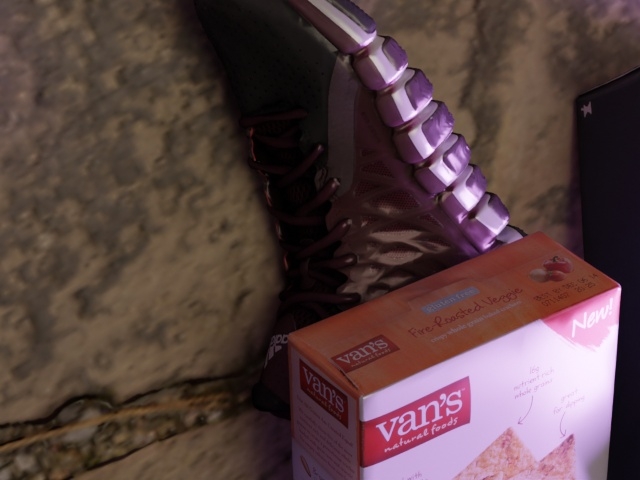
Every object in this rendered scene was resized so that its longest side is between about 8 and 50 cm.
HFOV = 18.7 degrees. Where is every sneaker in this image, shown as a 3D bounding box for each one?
[{"bbox_3d":[0.000,0.000,0.976,0.162,0.106,0.281,-47,111,-18],"label":"sneaker"}]

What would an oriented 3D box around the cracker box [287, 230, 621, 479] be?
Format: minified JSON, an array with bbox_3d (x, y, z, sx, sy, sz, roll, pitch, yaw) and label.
[{"bbox_3d":[0.067,0.127,0.973,0.155,0.067,0.232,-22,127,-27],"label":"cracker box"}]

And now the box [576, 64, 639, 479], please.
[{"bbox_3d":[0.247,0.041,1.080,0.184,0.103,0.261,8,71,-26],"label":"box"}]
